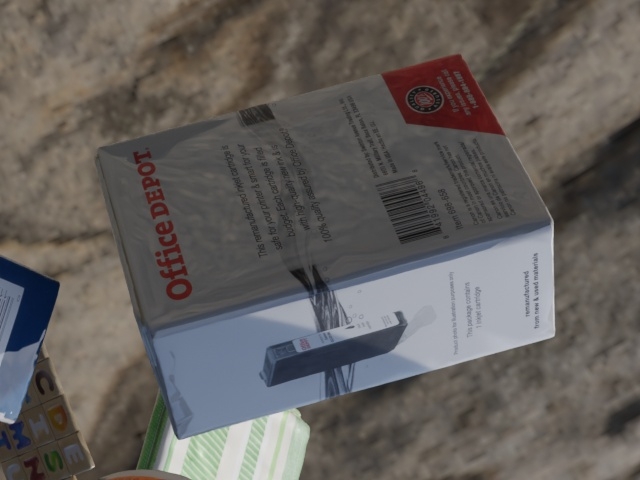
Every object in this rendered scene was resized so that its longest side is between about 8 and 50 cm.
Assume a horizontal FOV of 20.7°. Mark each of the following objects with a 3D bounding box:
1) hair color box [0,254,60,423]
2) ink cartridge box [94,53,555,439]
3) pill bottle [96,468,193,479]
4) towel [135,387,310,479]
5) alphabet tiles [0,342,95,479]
[{"bbox_3d":[-0.367,0.021,1.151,0.174,0.347,0.105,34,71,-63],"label":"hair color box"},{"bbox_3d":[0.000,0.000,1.201,0.272,0.197,0.114,-14,134,-7],"label":"ink cartridge box"},{"bbox_3d":[-0.202,0.355,1.379,0.224,0.224,0.392,-43,178,27],"label":"pill bottle"},{"bbox_3d":[-0.116,0.275,2.038,0.038,0.248,0.325,5,161,28],"label":"towel"},{"bbox_3d":[-0.315,0.180,1.804,0.009,0.237,0.198,-20,177,-43],"label":"alphabet tiles"}]
